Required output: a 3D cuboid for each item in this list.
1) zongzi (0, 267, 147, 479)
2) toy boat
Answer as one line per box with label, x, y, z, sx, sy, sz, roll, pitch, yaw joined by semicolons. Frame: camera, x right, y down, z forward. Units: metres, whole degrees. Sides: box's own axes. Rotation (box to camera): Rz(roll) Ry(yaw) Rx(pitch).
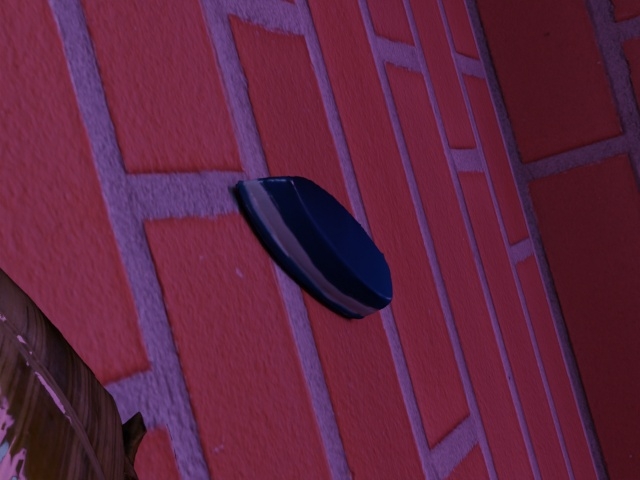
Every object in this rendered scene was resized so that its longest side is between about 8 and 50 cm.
zongzi;-0.189;0.116;0.489;0.286;0.134;0.288;55;12;-31
toy boat;0.000;0.000;1.192;0.299;0.061;0.096;43;37;-53
